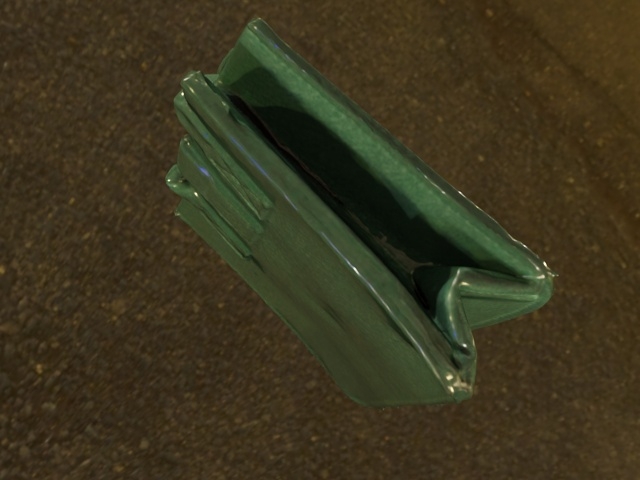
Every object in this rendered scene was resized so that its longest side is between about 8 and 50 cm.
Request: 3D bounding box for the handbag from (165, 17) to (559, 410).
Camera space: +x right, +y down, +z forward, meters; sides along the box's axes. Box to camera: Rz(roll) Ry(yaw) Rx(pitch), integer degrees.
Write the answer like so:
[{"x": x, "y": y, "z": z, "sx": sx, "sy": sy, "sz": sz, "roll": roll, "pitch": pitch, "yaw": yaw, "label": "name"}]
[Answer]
[{"x": 0.001, "y": 0.000, "z": 0.637, "sx": 0.238, "sy": 0.326, "sz": 0.089, "roll": 45, "pitch": 77, "yaw": 0, "label": "handbag"}]
